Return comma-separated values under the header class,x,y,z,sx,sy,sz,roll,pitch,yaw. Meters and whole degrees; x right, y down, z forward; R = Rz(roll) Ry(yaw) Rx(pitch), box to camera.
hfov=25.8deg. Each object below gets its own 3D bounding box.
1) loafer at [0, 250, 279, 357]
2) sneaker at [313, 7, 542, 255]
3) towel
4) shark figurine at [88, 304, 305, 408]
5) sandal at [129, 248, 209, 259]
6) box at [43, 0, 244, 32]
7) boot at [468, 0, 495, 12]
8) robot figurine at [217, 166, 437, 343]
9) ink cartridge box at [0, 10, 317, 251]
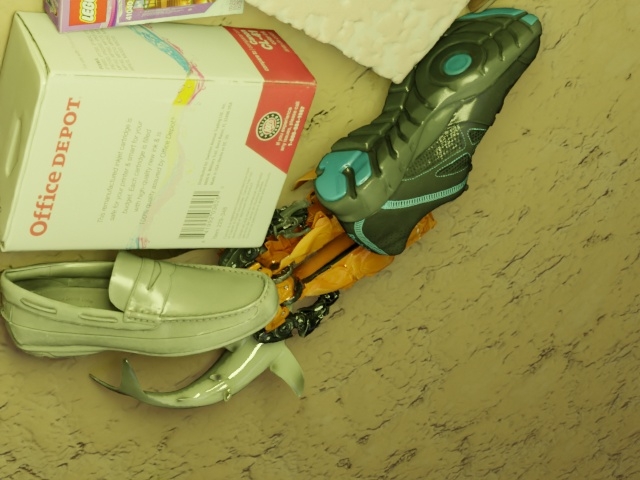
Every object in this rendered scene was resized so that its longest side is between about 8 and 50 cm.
class,x,y,z,sx,sy,sz,roll,pitch,yaw
loafer,-0.208,0.066,1.582,0.319,0.112,0.111,-6,129,6
sneaker,0.137,-0.132,1.632,0.341,0.125,0.139,-45,131,-9
towel,0.073,-0.342,1.439,0.332,0.053,0.317,22,111,-49
shark figurine,-0.138,0.160,1.791,0.278,0.116,0.166,-31,105,-15
sandal,-0.165,-0.020,1.647,0.180,0.049,0.072,-8,139,-45
box,-0.158,-0.347,1.339,0.201,0.057,0.293,-11,133,-26
boot,0.235,-0.305,1.634,0.087,0.042,0.118,15,119,-42
robot figurine,0.000,0.000,1.709,0.291,0.085,0.211,-33,135,-12
ink cartridge box,-0.186,-0.111,1.483,0.306,0.131,0.226,1,128,-31
